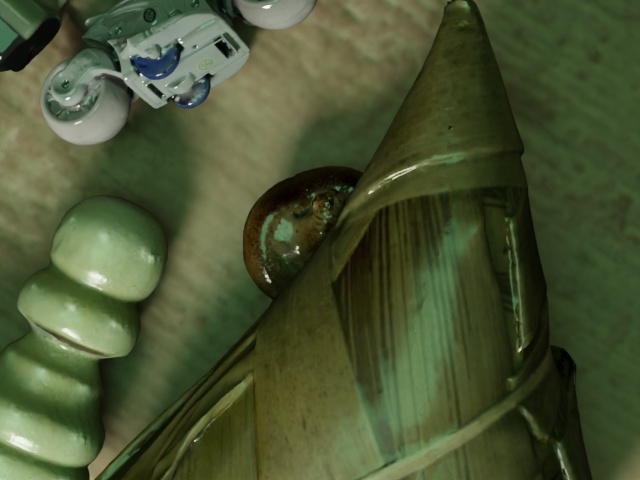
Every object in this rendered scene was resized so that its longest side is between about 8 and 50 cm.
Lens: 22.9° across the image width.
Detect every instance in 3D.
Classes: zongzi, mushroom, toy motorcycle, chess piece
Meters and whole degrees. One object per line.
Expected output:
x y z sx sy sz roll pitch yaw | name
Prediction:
-0.064 0.094 1.203 0.500 0.218 0.466 -13 94 6 | zongzi
-0.001 -0.004 1.269 0.126 0.085 0.109 -11 124 -4 | mushroom
-0.120 -0.170 1.279 0.254 0.112 0.112 -31 88 9 | toy motorcycle
-0.206 0.078 1.284 0.133 0.133 0.243 24 89 6 | chess piece

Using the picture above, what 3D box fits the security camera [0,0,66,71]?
-0.225 -0.288 1.239 0.191 0.197 0.277 44 90 -5 | security camera
